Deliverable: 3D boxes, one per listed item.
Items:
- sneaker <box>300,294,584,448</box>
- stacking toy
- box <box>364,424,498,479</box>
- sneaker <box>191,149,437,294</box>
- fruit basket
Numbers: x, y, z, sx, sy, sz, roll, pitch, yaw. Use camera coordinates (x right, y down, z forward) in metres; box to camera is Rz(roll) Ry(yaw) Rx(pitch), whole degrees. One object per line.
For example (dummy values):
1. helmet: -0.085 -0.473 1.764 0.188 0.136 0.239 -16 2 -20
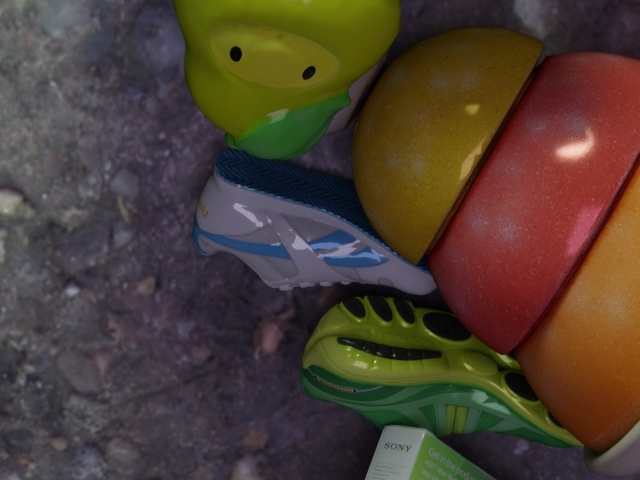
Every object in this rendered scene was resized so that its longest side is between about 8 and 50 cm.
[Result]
1. sneaker: 0.116 0.127 1.344 0.295 0.109 0.123 18 142 -20
2. stacking toy: 0.151 -0.065 1.216 0.479 0.350 0.351 33 102 5
3. box: 0.089 0.354 1.302 0.232 0.058 0.322 38 67 -38
4. sneaker: 0.000 0.000 1.296 0.228 0.087 0.092 21 120 -11
5. fruit basket: -0.010 -0.247 1.029 0.392 0.283 0.392 1 84 -10
